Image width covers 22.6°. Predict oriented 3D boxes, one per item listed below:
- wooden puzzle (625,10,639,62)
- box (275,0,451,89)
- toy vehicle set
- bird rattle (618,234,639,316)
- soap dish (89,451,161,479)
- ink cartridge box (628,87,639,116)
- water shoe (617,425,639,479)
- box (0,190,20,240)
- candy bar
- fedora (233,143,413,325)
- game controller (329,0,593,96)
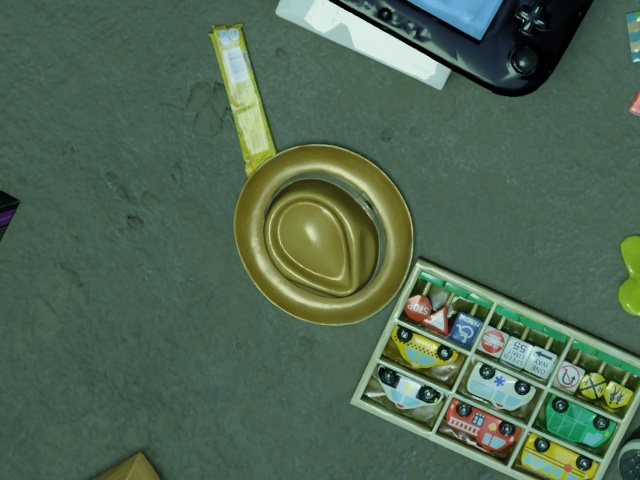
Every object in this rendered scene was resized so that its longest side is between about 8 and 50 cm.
[{"bbox_3d":[0.331,-0.205,1.587,0.049,0.006,0.083,-8,84,14],"label":"wooden puzzle"},{"bbox_3d":[0.076,-0.264,1.554,0.182,0.119,0.181,25,99,1],"label":"box"},{"bbox_3d":[0.186,0.145,1.640,0.267,0.035,0.166,24,99,2],"label":"toy vehicle set"},{"bbox_3d":[0.419,0.069,1.562,0.207,0.143,0.253,-39,94,2],"label":"bird rattle"},{"bbox_3d":[-0.251,0.390,1.671,0.291,0.118,0.229,-31,94,9],"label":"soap dish"},{"bbox_3d":[0.485,-0.195,1.554,0.261,0.066,0.296,26,99,0],"label":"ink cartridge box"},{"bbox_3d":[0.401,0.224,1.590,0.203,0.080,0.073,14,119,17],"label":"water shoe"},{"bbox_3d":[-0.370,0.029,1.635,0.029,0.116,0.162,28,99,3],"label":"box"},{"bbox_3d":[-0.077,-0.145,1.635,0.040,0.018,0.161,-15,95,3],"label":"candy bar"},{"bbox_3d":[0.000,0.000,1.613,0.194,0.079,0.194,1,101,7],"label":"fedora"},{"bbox_3d":[0.092,-0.266,1.456,0.319,0.067,0.166,29,100,-2],"label":"game controller"}]
